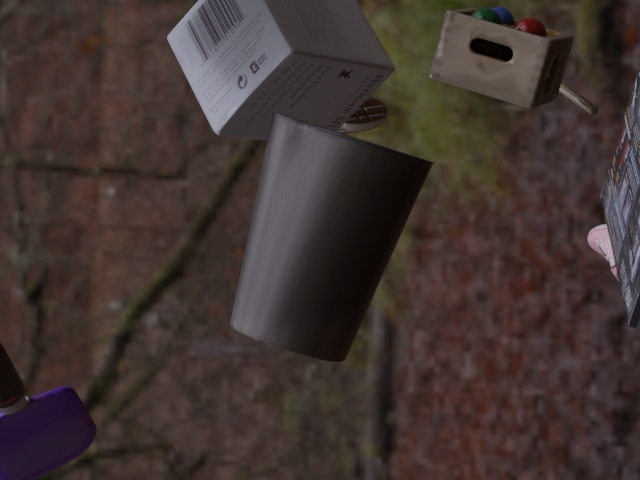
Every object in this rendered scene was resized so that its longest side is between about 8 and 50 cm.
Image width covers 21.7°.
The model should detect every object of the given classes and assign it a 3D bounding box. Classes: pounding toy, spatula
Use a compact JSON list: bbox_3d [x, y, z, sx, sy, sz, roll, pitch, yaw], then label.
[{"bbox_3d":[0.252,-0.217,1.975,0.206,0.181,0.094,-23,-50,-67],"label":"pounding toy"},{"bbox_3d":[-0.213,0.108,1.153,0.030,0.084,0.296,62,171,20],"label":"spatula"}]

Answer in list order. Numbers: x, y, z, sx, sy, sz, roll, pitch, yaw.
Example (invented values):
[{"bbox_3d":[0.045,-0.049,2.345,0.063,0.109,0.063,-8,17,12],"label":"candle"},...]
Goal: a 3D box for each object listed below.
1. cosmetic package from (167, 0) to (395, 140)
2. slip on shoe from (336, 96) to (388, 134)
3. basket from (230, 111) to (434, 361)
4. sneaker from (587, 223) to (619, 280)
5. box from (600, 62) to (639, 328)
[{"bbox_3d":[-0.045,-0.217,1.945,0.151,0.184,0.151,-44,60,32],"label":"cosmetic package"},{"bbox_3d":[0.017,-0.149,2.100,0.041,0.135,0.051,84,176,-60],"label":"slip on shoe"},{"bbox_3d":[0.000,0.000,1.735,0.204,0.154,0.227,21,95,51],"label":"basket"},{"bbox_3d":[0.408,0.020,2.311,0.134,0.070,0.051,11,143,51],"label":"sneaker"},{"bbox_3d":[0.436,-0.068,2.126,0.307,0.076,0.242,-88,7,-57],"label":"box"}]
